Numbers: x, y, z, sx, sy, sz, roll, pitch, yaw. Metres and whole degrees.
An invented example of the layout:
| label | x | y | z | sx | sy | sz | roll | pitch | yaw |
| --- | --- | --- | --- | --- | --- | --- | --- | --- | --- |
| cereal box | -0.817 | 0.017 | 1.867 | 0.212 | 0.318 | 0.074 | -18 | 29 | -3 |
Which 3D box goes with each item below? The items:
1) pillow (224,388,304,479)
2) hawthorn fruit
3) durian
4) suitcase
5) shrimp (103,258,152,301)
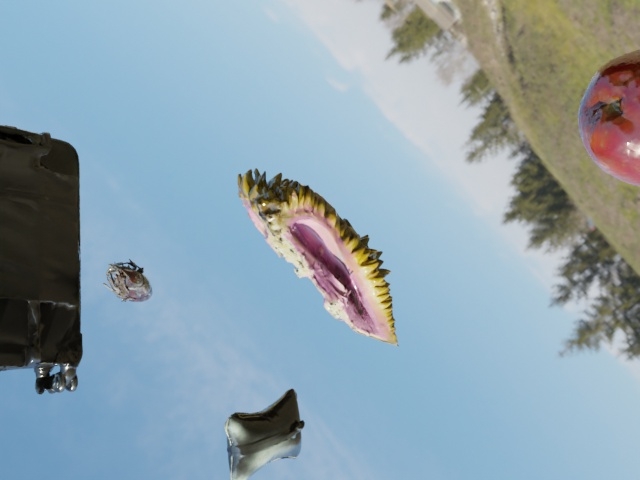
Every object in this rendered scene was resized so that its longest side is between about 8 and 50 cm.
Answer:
| label | x | y | z | sx | sy | sz | roll | pitch | yaw |
| --- | --- | --- | --- | --- | --- | --- | --- | --- | --- |
| pillow | -0.069 | 0.246 | 0.985 | 0.055 | 0.091 | 0.136 | 33 | -152 | 32 |
| hawthorn fruit | 0.300 | -0.111 | 0.704 | 0.138 | 0.132 | 0.133 | -6 | -131 | -37 |
| durian | -0.001 | 0.000 | 1.086 | 0.341 | 0.112 | 0.191 | 47 | -178 | -36 |
| suitcase | -0.520 | 0.026 | 1.236 | 0.283 | 0.194 | 0.433 | 7 | -105 | -45 |
| shrimp | -0.324 | 0.065 | 1.306 | 0.165 | 0.065 | 0.056 | 67 | -149 | -60 |
